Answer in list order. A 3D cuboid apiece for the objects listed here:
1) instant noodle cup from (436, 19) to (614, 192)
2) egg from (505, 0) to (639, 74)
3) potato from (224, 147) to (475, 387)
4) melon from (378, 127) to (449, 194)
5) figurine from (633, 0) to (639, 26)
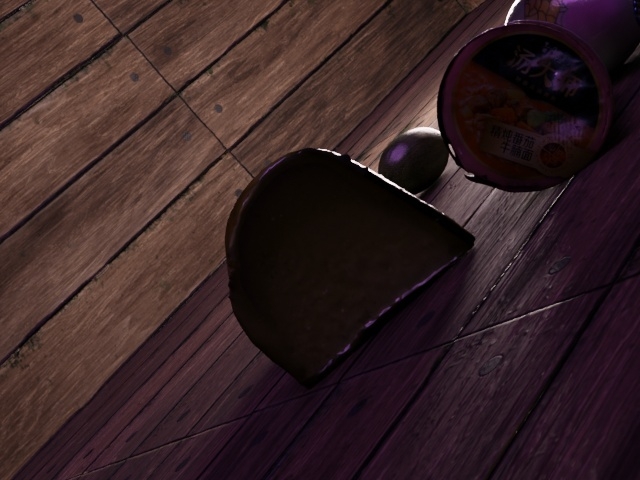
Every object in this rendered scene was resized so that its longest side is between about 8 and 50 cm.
[{"bbox_3d":[0.306,-0.207,1.575,0.244,0.244,0.255,-38,1,24],"label":"instant noodle cup"},{"bbox_3d":[0.418,-0.349,1.792,0.196,0.196,0.271,-47,15,-34],"label":"egg"},{"bbox_3d":[0.000,0.000,1.612,0.330,0.280,0.213,-43,11,1],"label":"potato"},{"bbox_3d":[0.176,-0.148,2.108,0.167,0.114,0.114,-44,9,-24],"label":"melon"},{"bbox_3d":[0.559,-0.358,1.508,0.262,0.120,0.164,6,70,48],"label":"figurine"}]
